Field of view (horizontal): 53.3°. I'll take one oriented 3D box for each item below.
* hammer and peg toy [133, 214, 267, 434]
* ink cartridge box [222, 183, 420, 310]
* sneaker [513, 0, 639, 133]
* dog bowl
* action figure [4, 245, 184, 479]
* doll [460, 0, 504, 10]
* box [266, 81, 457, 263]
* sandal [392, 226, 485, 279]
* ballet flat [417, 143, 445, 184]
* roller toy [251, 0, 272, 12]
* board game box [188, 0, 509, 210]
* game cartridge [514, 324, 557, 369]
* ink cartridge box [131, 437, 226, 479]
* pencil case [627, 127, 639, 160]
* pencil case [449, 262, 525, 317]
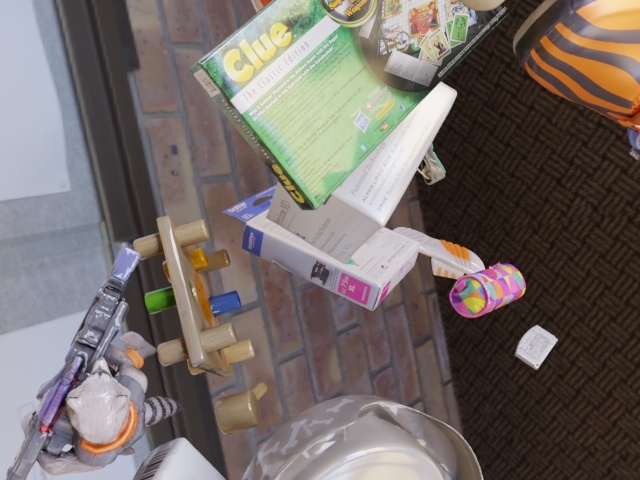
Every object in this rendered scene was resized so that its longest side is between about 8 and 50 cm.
[{"bbox_3d":[-0.200,0.159,1.108,0.266,0.127,0.362,78,174,-74],"label":"hammer and peg toy"},{"bbox_3d":[0.000,0.000,1.128,0.311,0.185,0.065,26,122,19],"label":"ink cartridge box"},{"bbox_3d":[0.301,-0.094,0.489,0.124,0.320,0.180,-47,46,53],"label":"sneaker"},{"bbox_3d":[0.044,0.363,0.837,0.102,0.348,0.349,-148,56,-63],"label":"dog bowl"},{"bbox_3d":[-0.278,0.197,0.905,0.178,0.330,0.342,24,81,-4],"label":"action figure"},{"bbox_3d":[0.153,-0.210,0.368,0.189,0.129,0.046,-46,41,17],"label":"doll"},{"bbox_3d":[0.039,-0.092,0.722,0.119,0.182,0.181,31,162,-1],"label":"box"},{"bbox_3d":[0.308,0.045,1.706,0.265,0.102,0.076,24,123,10],"label":"sandal"},{"bbox_3d":[0.265,-0.228,1.660,0.213,0.068,0.072,56,-179,-38],"label":"ballet flat"},{"bbox_3d":[-0.009,-0.406,0.968,0.191,0.146,0.209,40,123,5],"label":"roller toy"},{"bbox_3d":[0.036,-0.159,0.501,0.136,0.260,0.030,52,159,-22],"label":"board game box"},{"bbox_3d":[0.409,0.202,1.217,0.056,0.083,0.017,37,149,19],"label":"game cartridge"},{"bbox_3d":[-0.137,0.497,0.807,0.091,0.308,0.385,-33,107,28],"label":"ink cartridge box"},{"bbox_3d":[0.689,-0.298,1.206,0.133,0.119,0.306,28,128,27],"label":"pencil case"},{"bbox_3d":[0.383,0.111,1.457,0.104,0.236,0.105,4,97,35],"label":"pencil case"}]
